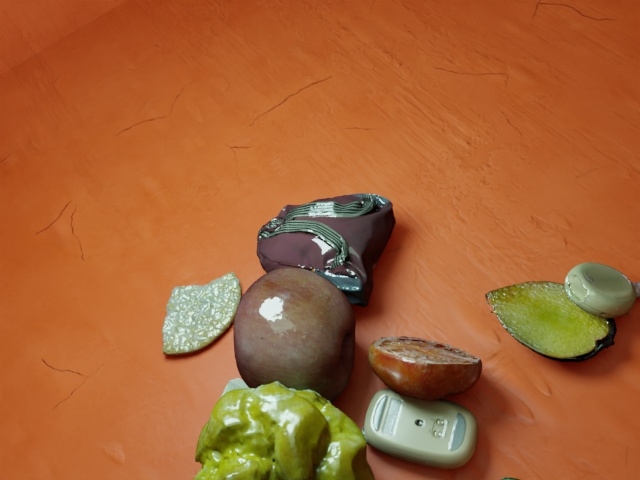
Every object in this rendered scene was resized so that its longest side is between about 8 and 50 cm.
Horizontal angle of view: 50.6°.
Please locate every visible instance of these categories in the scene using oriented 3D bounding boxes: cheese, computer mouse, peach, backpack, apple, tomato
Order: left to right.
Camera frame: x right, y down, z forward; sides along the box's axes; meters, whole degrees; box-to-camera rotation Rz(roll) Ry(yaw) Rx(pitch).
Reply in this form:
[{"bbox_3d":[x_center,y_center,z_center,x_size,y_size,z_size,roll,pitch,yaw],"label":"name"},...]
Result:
[{"bbox_3d":[-0.049,0.211,1.448,0.235,0.305,0.305,8,60,21],"label":"apple"},{"bbox_3d":[0.000,0.000,1.637,0.318,0.197,0.283,10,54,20],"label":"backpack"},{"bbox_3d":[0.206,0.390,1.403,0.237,0.082,0.145,7,59,20],"label":"computer mouse"},{"bbox_3d":[0.217,0.272,1.420,0.237,0.237,0.095,6,95,17],"label":"tomato"},{"bbox_3d":[0.491,0.179,1.472,0.279,0.068,0.189,20,54,18],"label":"peach"},{"bbox_3d":[0.638,0.106,1.462,0.228,0.064,0.137,2,44,-22],"label":"cheese"}]

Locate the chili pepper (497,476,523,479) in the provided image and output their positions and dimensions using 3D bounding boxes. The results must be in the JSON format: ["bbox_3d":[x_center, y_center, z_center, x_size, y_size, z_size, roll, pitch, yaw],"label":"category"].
[{"bbox_3d":[0.361,0.498,1.329,0.118,0.035,0.055,-20,67,-12],"label":"chili pepper"}]

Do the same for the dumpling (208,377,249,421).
[{"bbox_3d":[-0.167,0.408,1.468,0.151,0.124,0.228,24,50,-16],"label":"dumpling"}]

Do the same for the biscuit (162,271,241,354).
[{"bbox_3d":[-0.304,0.178,1.690,0.188,0.040,0.265,34,69,29],"label":"biscuit"}]

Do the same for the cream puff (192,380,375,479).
[{"bbox_3d":[-0.071,0.470,1.262,0.379,0.378,0.275,-23,19,-2],"label":"cream puff"}]
